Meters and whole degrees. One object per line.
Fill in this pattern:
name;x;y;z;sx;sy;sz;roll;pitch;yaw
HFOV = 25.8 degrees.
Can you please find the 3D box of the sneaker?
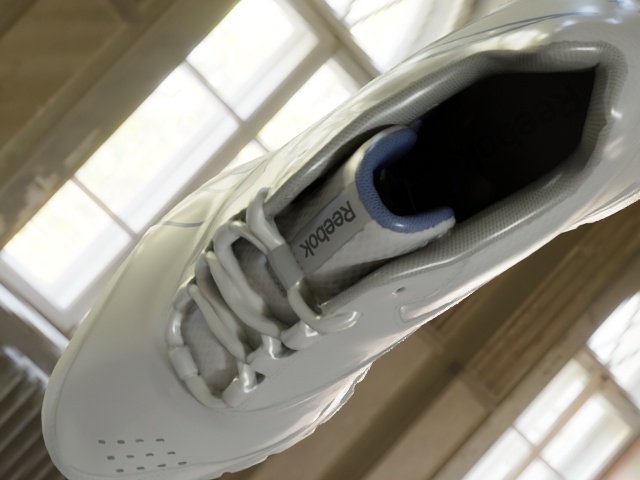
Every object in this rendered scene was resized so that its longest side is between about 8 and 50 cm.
sneaker;0.000;0.000;0.502;0.111;0.297;0.129;54;20;7
